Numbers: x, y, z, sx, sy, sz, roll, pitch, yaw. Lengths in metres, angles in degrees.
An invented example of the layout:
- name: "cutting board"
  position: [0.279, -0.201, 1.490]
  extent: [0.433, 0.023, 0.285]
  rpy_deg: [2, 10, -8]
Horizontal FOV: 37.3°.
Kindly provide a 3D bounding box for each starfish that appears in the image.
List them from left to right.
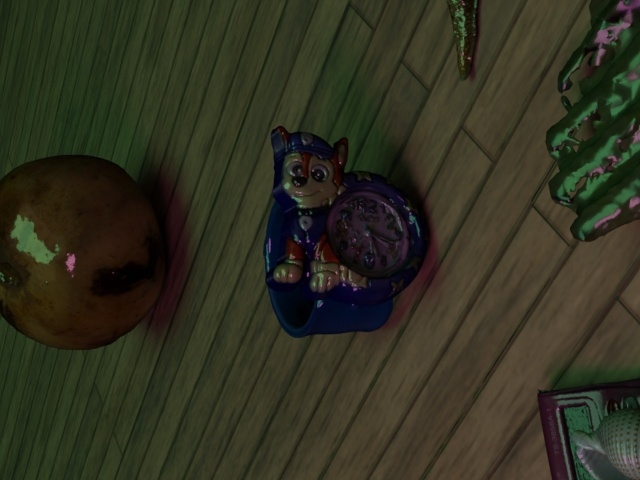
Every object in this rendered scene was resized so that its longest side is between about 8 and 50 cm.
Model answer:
- name: "starfish"
  position: [0.138, -0.266, 0.923]
  extent: [0.223, 0.050, 0.217]
  rpy_deg: [-3, 96, 62]

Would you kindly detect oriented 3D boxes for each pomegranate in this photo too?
- name: "pomegranate"
  position: [-0.390, 0.018, 1.516]
  extent: [0.322, 0.322, 0.322]
  rpy_deg: [4, 95, 56]

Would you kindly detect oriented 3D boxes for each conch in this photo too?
- name: "conch"
  position: [0.238, 0.161, 0.720]
  extent: [0.085, 0.056, 0.076]
  rpy_deg: [17, 128, 67]

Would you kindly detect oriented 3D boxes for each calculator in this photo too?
- name: "calculator"
  position: [0.259, 0.174, 0.761]
  extent: [0.190, 0.034, 0.127]
  rpy_deg: [-19, 75, 49]

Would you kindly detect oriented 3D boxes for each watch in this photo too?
- name: "watch"
  position: [0.006, 0.007, 1.038]
  extent: [0.200, 0.171, 0.196]
  rpy_deg: [136, 137, -62]

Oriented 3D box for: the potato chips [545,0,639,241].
- name: "potato chips"
  position: [0.301, -0.153, 0.626]
  extent: [0.373, 0.097, 0.389]
  rpy_deg: [39, 124, 47]
